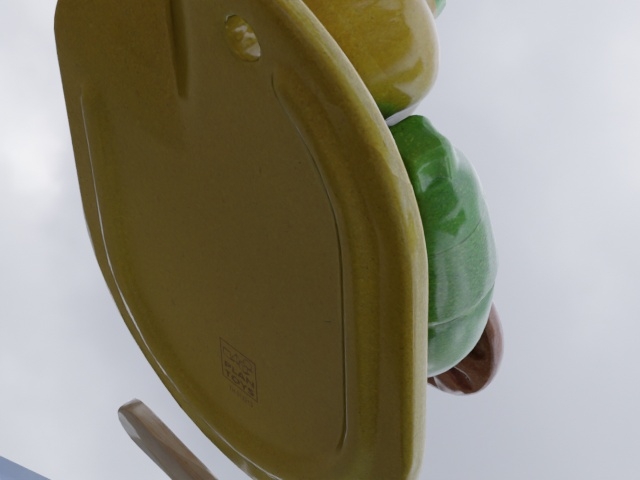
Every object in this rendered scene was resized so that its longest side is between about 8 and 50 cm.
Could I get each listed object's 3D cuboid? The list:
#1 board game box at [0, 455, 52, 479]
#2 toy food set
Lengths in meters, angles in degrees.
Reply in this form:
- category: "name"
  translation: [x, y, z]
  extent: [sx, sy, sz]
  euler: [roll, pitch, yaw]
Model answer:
- category: "board game box"
  translation: [-0.138, 0.191, 0.400]
  extent: [0.302, 0.308, 0.086]
  euler: [-60, -167, 10]
- category: "toy food set"
  translation: [0.000, 0.000, 0.458]
  extent: [0.128, 0.071, 0.218]
  euler: [36, -35, 32]
